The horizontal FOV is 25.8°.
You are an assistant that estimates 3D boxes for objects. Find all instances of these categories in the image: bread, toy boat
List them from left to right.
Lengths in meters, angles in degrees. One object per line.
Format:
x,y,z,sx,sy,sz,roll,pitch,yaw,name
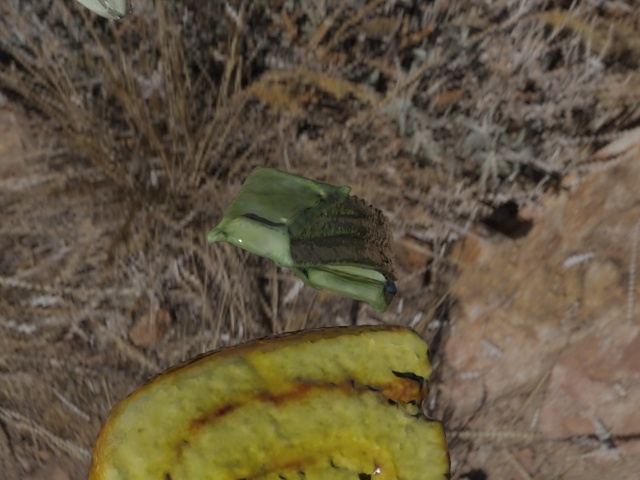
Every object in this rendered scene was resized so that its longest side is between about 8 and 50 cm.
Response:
-0.029,0.104,0.518,0.132,0.172,0.103,-15,73,-21,bread
0.000,0.000,0.832,0.093,0.293,0.055,17,86,12,toy boat

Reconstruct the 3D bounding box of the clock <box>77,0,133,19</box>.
-0.184,-0.239,0.856,0.053,0.236,0.236,-41,78,-10,clock
